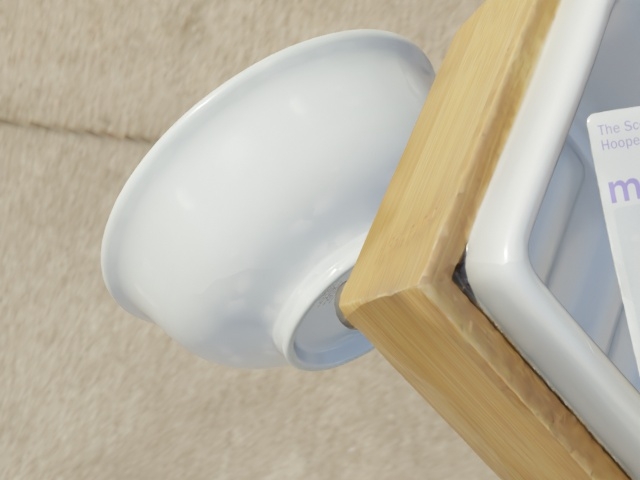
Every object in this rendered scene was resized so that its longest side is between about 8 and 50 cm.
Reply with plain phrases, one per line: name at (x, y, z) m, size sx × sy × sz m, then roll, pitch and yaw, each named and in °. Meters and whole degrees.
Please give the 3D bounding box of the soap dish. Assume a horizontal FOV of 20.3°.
soap dish at (0.145, 0.028, 0.878) m, size 0.291 × 0.118 × 0.229 m, roll 47°, pitch 49°, yaw -30°

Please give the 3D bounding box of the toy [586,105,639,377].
toy at (0.204, 0.050, 0.736) m, size 0.136 × 0.056 × 0.237 m, roll -10°, pitch 87°, yaw -14°

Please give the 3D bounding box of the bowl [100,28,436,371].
bowl at (0.000, 0.000, 1.301) m, size 0.298 × 0.298 × 0.134 m, roll -29°, pitch 61°, yaw -19°
